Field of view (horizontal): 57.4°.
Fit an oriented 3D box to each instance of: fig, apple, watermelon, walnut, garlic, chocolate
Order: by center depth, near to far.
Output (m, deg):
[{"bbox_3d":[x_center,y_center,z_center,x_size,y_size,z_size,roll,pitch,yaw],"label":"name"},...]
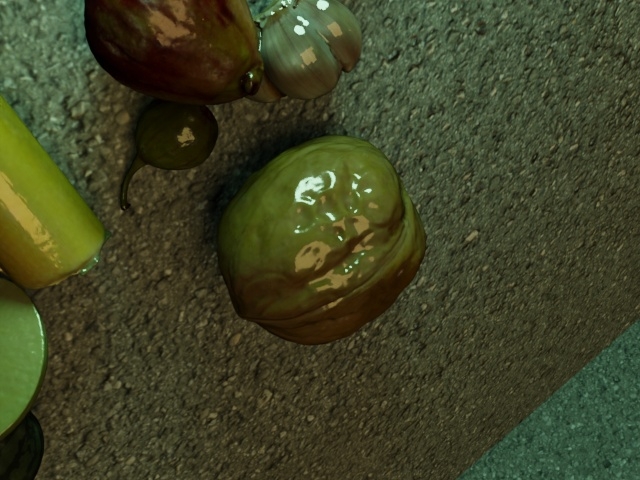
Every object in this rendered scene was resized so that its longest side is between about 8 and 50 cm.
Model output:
[{"bbox_3d":[-0.473,-0.130,0.787,0.162,0.162,0.445,-34,126,-13],"label":"chocolate"},{"bbox_3d":[-0.537,0.169,0.807,0.292,0.253,0.292,-9,160,-3],"label":"apple"},{"bbox_3d":[-0.203,-0.298,0.815,0.224,0.224,0.263,-46,136,-2],"label":"fig"},{"bbox_3d":[-0.039,-0.305,0.951,0.214,0.160,0.191,-48,127,-4],"label":"garlic"},{"bbox_3d":[-0.267,-0.138,0.953,0.236,0.124,0.124,-39,136,24],"label":"fig"},{"bbox_3d":[-0.571,0.358,0.960,0.212,0.212,0.212,-17,125,-26],"label":"watermelon"},{"bbox_3d":[0.000,0.000,1.060,0.398,0.308,0.353,-38,119,-17],"label":"walnut"}]
